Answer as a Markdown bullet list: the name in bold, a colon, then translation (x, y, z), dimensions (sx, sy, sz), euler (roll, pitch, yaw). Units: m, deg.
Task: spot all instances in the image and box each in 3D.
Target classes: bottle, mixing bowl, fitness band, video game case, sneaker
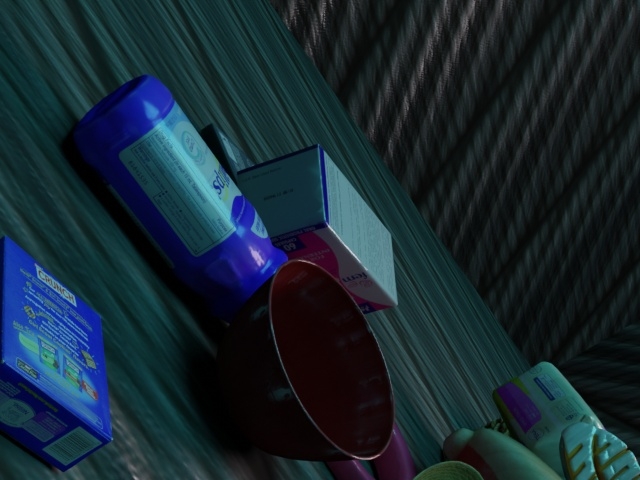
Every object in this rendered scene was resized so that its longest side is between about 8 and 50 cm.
- **bottle**: translation (-0.108, -0.015, 0.954), dimensions (0.283, 0.092, 0.118), euler (55, 9, -18)
- **mixing bowl**: translation (-0.025, 0.116, 0.893), dimensions (0.181, 0.098, 0.181), euler (44, 31, -36)
- **fitness band**: translation (0.020, 0.169, 1.147), dimensions (0.290, 0.054, 0.209), euler (62, 9, 18)
- **video game case**: translation (-0.056, -0.020, 1.398), dimensions (0.274, 0.026, 0.196), euler (45, 17, -54)
- **sneaker**: translation (0.325, 0.303, 1.162), dimensions (0.215, 0.084, 0.083), euler (60, -21, 0)

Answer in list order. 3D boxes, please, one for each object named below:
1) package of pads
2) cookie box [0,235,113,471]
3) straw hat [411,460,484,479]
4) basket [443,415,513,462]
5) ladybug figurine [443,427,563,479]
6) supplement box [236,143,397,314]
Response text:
- **package of pads**: translation (0.343, 0.316, 1.323), dimensions (0.296, 0.101, 0.229), euler (58, 3, -11)
- **cookie box**: translation (-0.166, 0.065, 0.603), dimensions (0.092, 0.040, 0.107), euler (49, 14, -38)
- **straw hat**: translation (0.096, 0.278, 1.044), dimensions (0.061, 0.144, 0.144), euler (17, -30, 55)
- **basket**: translation (0.349, 0.399, 1.511), dimensions (0.299, 0.223, 0.213), euler (56, 11, -13)
- **ladybug figurine**: translation (0.262, 0.410, 1.137), dimensions (0.449, 0.162, 0.305), euler (53, -10, 12)
- **supplement box**: translation (0.000, 0.000, 1.250), dimensions (0.220, 0.111, 0.114), euler (46, 33, -51)
